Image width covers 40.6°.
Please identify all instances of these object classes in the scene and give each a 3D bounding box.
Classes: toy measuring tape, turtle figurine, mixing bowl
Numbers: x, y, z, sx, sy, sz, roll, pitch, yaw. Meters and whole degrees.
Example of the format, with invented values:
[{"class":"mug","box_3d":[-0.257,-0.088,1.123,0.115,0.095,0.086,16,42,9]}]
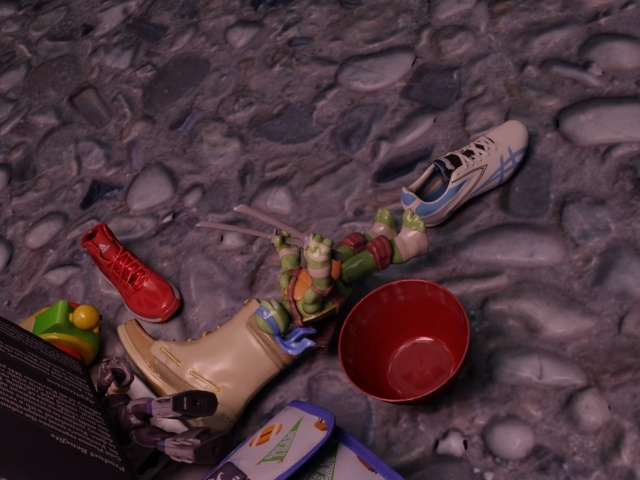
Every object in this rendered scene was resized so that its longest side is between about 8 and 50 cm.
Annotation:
[{"class":"toy measuring tape","box_3d":[-0.466,0.188,1.453,0.330,0.121,0.121,-30,46,33]},{"class":"turtle figurine","box_3d":[0.000,0.000,1.243,0.266,0.198,0.274,-24,71,-22]},{"class":"mixing bowl","box_3d":[0.124,0.155,1.180,0.181,0.098,0.181,-12,52,16]}]

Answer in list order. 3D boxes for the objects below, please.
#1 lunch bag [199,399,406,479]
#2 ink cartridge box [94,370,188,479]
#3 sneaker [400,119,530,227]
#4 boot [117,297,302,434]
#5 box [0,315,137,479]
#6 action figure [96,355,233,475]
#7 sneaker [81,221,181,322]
[{"class":"lunch bag","box_3d":[-0.033,0.387,0.995,0.328,0.239,0.385,-38,43,-18]},{"class":"ink cartridge box","box_3d":[-0.298,0.294,1.329,0.179,0.045,0.145,39,77,20]},{"class":"sneaker","box_3d":[0.227,-0.112,1.333,0.237,0.086,0.085,-38,48,-6]},{"class":"boot","box_3d":[-0.172,0.157,1.315,0.203,0.095,0.262,-45,55,-9]},{"class":"box","box_3d":[-0.481,0.369,1.009,0.480,0.297,0.472,-53,31,0]},{"class":"action figure","box_3d":[-0.256,0.253,1.213,0.285,0.099,0.185,-9,91,40]},{"class":"sneaker","box_3d":[-0.333,0.050,1.447,0.221,0.128,0.087,28,72,37]}]
